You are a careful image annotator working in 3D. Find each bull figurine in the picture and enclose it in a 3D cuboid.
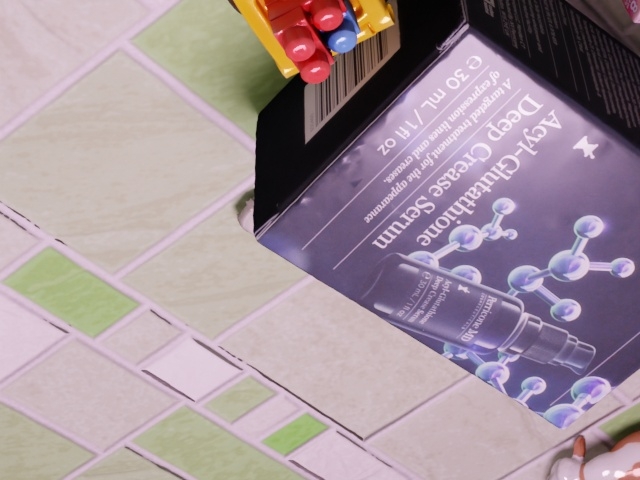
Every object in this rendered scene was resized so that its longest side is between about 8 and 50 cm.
[{"bbox_3d":[0.445,0.284,2.164,0.310,0.101,0.188,-31,138,17],"label":"bull figurine"}]

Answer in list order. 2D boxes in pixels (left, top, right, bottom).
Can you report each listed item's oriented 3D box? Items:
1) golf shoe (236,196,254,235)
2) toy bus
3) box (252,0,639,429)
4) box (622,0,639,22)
[{"bbox_3d":[0.000,0.000,1.758,0.176,0.086,0.069,11,133,-23],"label":"golf shoe"},{"bbox_3d":[-0.032,-0.241,1.408,0.149,0.211,0.220,-24,135,13],"label":"toy bus"},{"bbox_3d":[0.178,-0.055,1.600,0.395,0.212,0.293,32,121,-23],"label":"box"},{"bbox_3d":[0.362,-0.319,1.494,0.128,0.122,0.257,4,134,-20],"label":"box"}]
